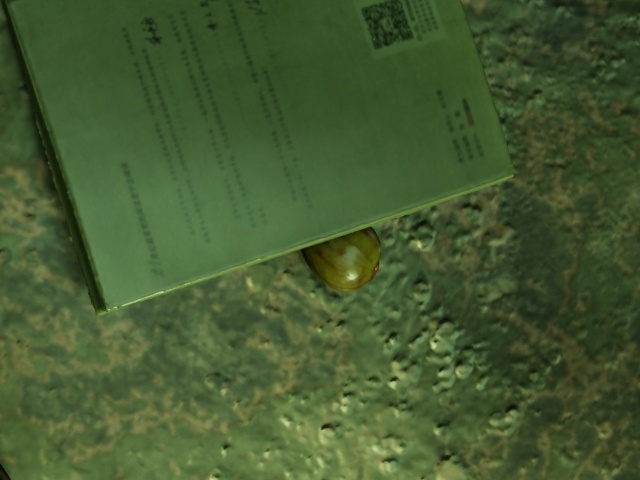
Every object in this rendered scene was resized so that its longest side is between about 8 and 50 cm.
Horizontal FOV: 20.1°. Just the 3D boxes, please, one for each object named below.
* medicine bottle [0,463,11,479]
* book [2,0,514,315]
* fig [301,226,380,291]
[{"bbox_3d":[-0.259,0.221,1.003,0.238,0.232,0.238,-3,100,-19],"label":"medicine bottle"},{"bbox_3d":[-0.034,-0.095,1.116,0.282,0.025,0.215,-16,90,-16],"label":"book"},{"bbox_3d":[0.000,0.000,1.157,0.083,0.050,0.050,26,90,1],"label":"fig"}]
